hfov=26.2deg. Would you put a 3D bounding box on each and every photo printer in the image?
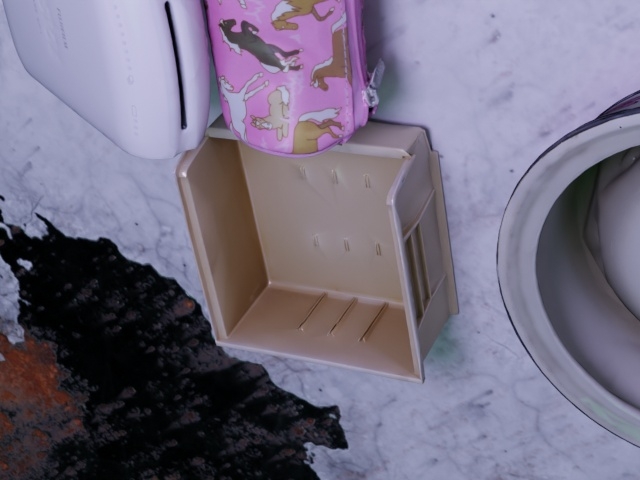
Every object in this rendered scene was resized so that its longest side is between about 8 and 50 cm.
[{"bbox_3d":[-0.221,-0.235,1.390,0.307,0.107,0.256,37,144,42],"label":"photo printer"}]

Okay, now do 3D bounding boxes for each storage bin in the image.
[{"bbox_3d":[0.000,0.000,1.510,0.262,0.123,0.260,8,128,27],"label":"storage bin"}]

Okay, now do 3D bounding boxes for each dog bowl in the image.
[{"bbox_3d":[0.379,0.020,1.272,0.408,0.150,0.408,17,131,21],"label":"dog bowl"}]

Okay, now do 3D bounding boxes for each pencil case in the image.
[{"bbox_3d":[-0.034,-0.274,1.292,0.167,0.160,0.386,-11,125,-6],"label":"pencil case"}]
